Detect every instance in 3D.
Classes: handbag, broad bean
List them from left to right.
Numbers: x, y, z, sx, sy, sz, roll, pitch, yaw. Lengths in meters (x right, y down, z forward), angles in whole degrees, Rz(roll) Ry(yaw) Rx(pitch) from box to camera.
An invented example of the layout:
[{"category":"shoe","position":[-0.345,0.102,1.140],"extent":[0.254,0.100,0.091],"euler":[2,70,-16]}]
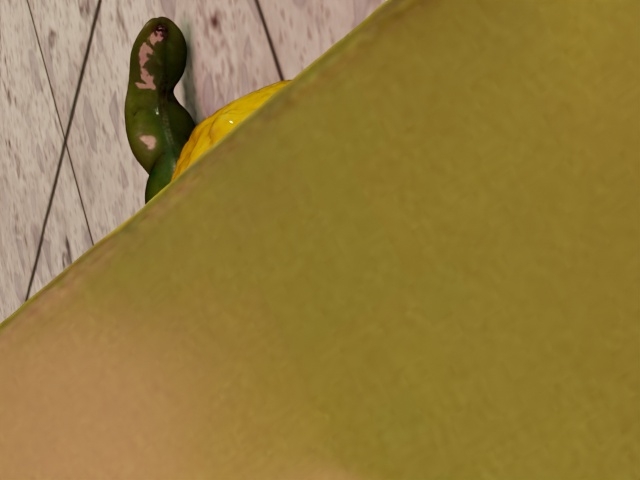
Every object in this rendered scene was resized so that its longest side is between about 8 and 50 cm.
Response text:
[{"category":"broad bean","position":[-0.085,-0.033,1.169],"extent":[0.070,0.048,0.214],"euler":[129,132,-66]},{"category":"handbag","position":[0.016,0.123,0.535],"extent":[0.133,0.401,0.283],"euler":[32,-153,-53]}]

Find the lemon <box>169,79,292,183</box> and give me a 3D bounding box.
[{"category":"lemon","position":[0.000,0.000,0.809],"extent":[0.187,0.142,0.142],"euler":[-117,20,-83]}]
